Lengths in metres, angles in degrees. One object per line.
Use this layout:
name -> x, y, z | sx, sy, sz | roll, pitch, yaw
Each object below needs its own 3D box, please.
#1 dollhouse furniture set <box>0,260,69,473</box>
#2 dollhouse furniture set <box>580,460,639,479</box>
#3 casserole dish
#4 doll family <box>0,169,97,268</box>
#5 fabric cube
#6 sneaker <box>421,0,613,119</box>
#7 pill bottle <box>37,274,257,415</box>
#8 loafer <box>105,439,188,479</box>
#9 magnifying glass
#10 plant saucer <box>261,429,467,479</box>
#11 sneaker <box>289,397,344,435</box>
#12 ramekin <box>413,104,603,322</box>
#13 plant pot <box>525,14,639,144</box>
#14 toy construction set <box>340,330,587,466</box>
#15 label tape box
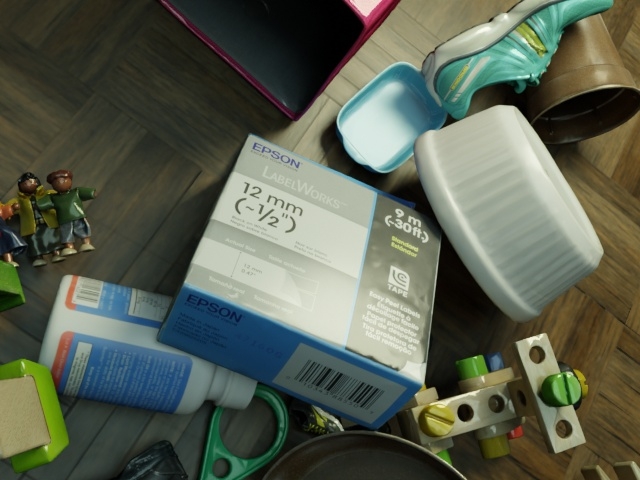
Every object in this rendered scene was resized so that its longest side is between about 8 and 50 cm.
dollhouse furniture set -> -0.403, 0.148, 0.616 | 0.301, 0.151, 0.197 | -19, 82, 0
dollhouse furniture set -> 0.332, 0.396, 0.837 | 0.262, 0.259, 0.135 | -38, 82, -24
casserole dish -> 0.095, -0.168, 1.012 | 0.114, 0.037, 0.188 | 48, 66, -4
doll family -> -0.339, -0.021, 0.785 | 0.193, 0.076, 0.111 | -15, 87, -21
fabric cube -> -0.011, -0.358, 0.897 | 0.254, 0.259, 0.258 | 42, 65, -6
sneaker -> 0.277, -0.263, 1.003 | 0.275, 0.107, 0.110 | -28, 90, 6
pill bottle -> -0.180, 0.120, 0.781 | 0.221, 0.124, 0.124 | 16, 71, -17
loafer -> -0.215, 0.280, 0.755 | 0.170, 0.062, 0.061 | -32, 74, -25
magnifying glass -> -0.119, 0.266, 0.824 | 0.092, 0.026, 0.231 | 39, 64, -8
plant saucer -> 0.061, 0.351, 0.766 | 0.050, 0.310, 0.310 | 1, 71, -65
sneaker -> -0.007, 0.219, 0.870 | 0.083, 0.031, 0.035 | 43, 38, 3
ramekin -> 0.240, -0.045, 0.908 | 0.273, 0.127, 0.273 | 45, 26, -28
plant pot -> 0.371, -0.254, 1.081 | 0.167, 0.167, 0.165 | -2, 70, -22
toy construction set -> 0.170, 0.231, 0.827 | 0.257, 0.237, 0.309 | 16, 72, -17
label tape box -> 0.000, 0.000, 0.815 | 0.249, 0.115, 0.347 | 24, 47, -8
